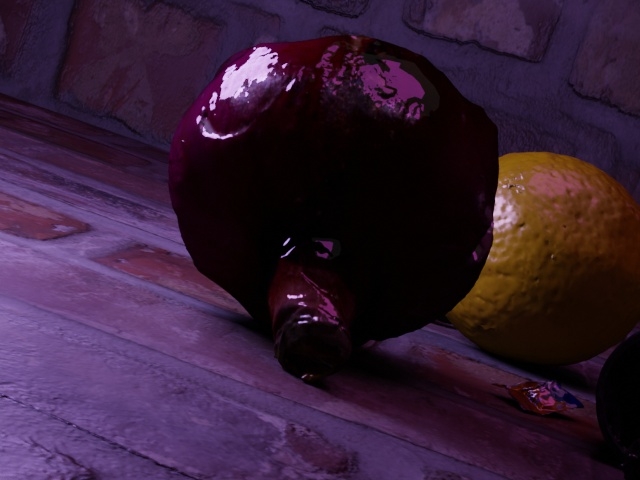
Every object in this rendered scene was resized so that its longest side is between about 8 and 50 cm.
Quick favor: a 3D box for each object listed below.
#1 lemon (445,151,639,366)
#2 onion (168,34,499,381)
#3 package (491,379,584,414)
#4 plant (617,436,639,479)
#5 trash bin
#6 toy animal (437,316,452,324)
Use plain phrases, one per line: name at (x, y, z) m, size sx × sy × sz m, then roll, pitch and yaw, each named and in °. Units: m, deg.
lemon at (0.319, 0.025, 2.335) m, size 0.336 × 0.336 × 0.336 m, roll 19°, pitch 6°, yaw -2°
onion at (0.000, 0.000, 1.822) m, size 0.398 × 0.420 × 0.398 m, roll 10°, pitch -38°, yaw 8°
package at (0.269, 0.193, 1.990) m, size 0.110 × 0.033 × 0.077 m, roll -2°, pitch 40°, yaw -34°
plant at (0.376, 0.228, 1.700) m, size 0.143 × 0.092 × 0.094 m, roll 0°, pitch 39°, yaw -51°
trash bin at (0.394, 0.191, 1.853) m, size 0.175 × 0.175 × 0.161 m, roll 19°, pitch -7°, yaw 7°
toy animal at (0.181, 0.106, 2.492) m, size 0.217 × 0.041 × 0.075 m, roll 19°, pitch 6°, yaw -37°
